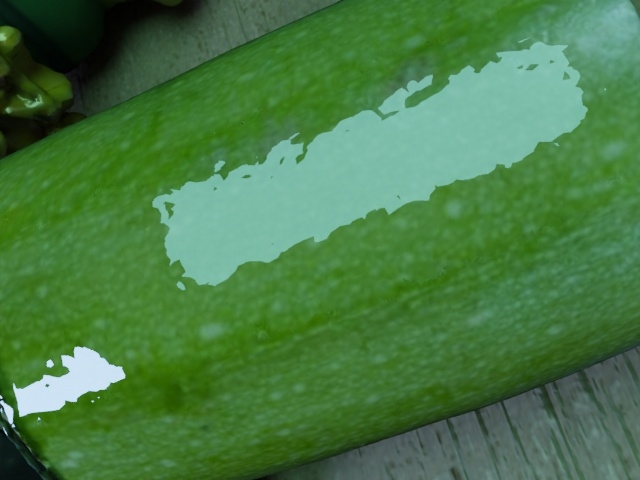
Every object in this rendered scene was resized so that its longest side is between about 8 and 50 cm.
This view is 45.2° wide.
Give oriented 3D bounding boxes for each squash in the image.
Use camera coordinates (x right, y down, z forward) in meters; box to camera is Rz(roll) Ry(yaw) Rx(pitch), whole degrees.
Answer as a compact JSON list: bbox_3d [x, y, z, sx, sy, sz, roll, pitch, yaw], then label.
[{"bbox_3d":[0.000,0.000,0.484,0.384,0.263,0.263,-21,66,9],"label":"squash"}]

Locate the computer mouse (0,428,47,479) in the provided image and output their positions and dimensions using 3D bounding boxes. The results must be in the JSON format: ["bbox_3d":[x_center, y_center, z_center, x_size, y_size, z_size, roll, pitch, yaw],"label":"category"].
[{"bbox_3d":[-0.238,0.212,0.515,0.295,0.087,0.168,10,57,40],"label":"computer mouse"}]

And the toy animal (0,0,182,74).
[{"bbox_3d":[-0.229,-0.293,0.700,0.338,0.191,0.216,-38,65,2],"label":"toy animal"}]

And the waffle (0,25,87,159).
[{"bbox_3d":[-0.360,-0.102,0.647,0.324,0.261,0.151,9,54,18],"label":"waffle"}]

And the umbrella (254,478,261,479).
[{"bbox_3d":[-0.145,0.215,0.565,0.224,0.080,0.071,-9,104,18],"label":"umbrella"}]
